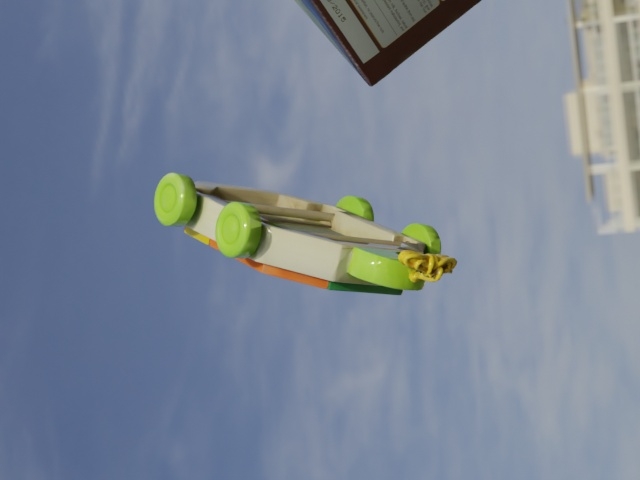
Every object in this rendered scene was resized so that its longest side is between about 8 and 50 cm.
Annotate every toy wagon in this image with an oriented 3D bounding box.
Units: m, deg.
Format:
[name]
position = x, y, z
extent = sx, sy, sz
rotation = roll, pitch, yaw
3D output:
[toy wagon]
position = 0.000, 0.000, 1.468
extent = 0.267, 0.344, 0.068
rotation = 6, -77, -39

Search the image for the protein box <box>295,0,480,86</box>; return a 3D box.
[protein box]
position = 0.037, -0.245, 0.859
extent = 0.200, 0.201, 0.136
rotation = 54, -177, 41
